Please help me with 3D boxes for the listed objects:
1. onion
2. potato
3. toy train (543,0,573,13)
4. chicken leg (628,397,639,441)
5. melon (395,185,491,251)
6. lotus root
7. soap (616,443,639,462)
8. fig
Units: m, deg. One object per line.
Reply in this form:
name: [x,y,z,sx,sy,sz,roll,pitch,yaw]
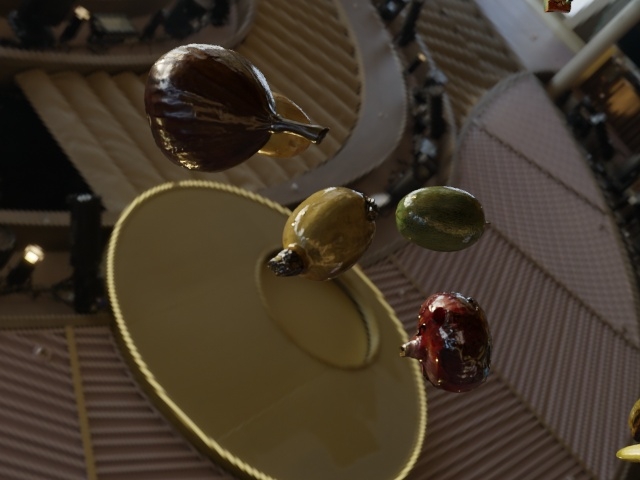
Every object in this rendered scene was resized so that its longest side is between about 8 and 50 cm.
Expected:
onion: [0.293,0.243,2.253,0.219,0.252,0.252,-15,-126,-9]
potato: [-0.130,-0.279,2.312,0.234,0.150,0.146,26,-179,14]
toy train: [0.533,-0.561,2.110,0.074,0.118,0.176,-2,-172,0]
chicken leg: [0.591,0.303,1.694,0.070,0.178,0.093,-31,-131,-25]
melon: [0.215,-0.036,1.684,0.167,0.114,0.114,5,-141,-4]
lotus root: [0.000,0.000,2.118,0.183,0.183,0.310,46,-130,3]
soap: [0.614,0.389,1.762,0.089,0.168,0.033,-7,-98,-22]
fig: [-0.123,-0.208,1.552,0.321,0.217,0.217,11,-166,32]
